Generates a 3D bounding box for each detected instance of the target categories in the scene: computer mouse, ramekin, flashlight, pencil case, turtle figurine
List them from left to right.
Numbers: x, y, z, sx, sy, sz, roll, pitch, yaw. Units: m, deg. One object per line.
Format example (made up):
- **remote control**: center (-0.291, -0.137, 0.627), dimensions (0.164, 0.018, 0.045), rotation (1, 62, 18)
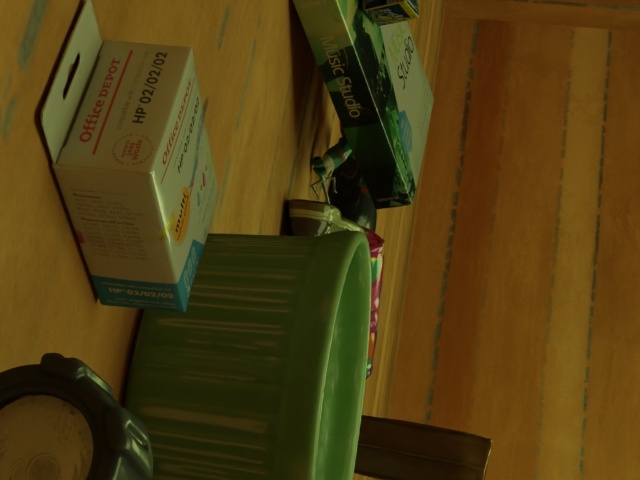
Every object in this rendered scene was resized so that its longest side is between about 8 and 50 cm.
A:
- **flashlight**: center (-0.122, 0.156, 0.711), dimensions (0.304, 0.103, 0.103), rotation (74, 28, -66)
- **ramekin**: center (-0.053, 0.135, 1.012), dimensions (0.303, 0.148, 0.303), rotation (6, 90, -82)
- **pencil case**: center (0.034, 0.090, 1.794), dimensions (0.104, 0.104, 0.236), rotation (-68, 161, -63)
- **computer mouse**: center (0.055, -0.073, 1.900), dimensions (0.188, 0.072, 0.272), rotation (85, 13, -57)
- **turtle figurine**: center (0.054, -0.143, 1.721), dimensions (0.175, 0.118, 0.234), rotation (-35, 125, -79)

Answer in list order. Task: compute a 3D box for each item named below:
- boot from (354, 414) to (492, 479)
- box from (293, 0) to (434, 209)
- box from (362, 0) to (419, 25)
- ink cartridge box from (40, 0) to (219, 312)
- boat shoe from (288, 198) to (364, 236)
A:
- **boot**: center (0.057, 0.235, 1.426), dimensions (0.236, 0.270, 0.089), rotation (4, 94, -81)
- **box**: center (0.060, -0.233, 1.535), dimensions (0.232, 0.059, 0.322), rotation (-75, 148, -47)
- **box**: center (0.077, -0.343, 1.469), dimensions (0.059, 0.054, 0.168), rotation (27, 57, -66)
- **ink cartridge box**: center (-0.112, -0.049, 0.772), dimensions (0.181, 0.062, 0.104), rotation (84, 14, -53)
- **boat shoe**: center (0.001, 0.000, 1.576), dimensions (0.223, 0.080, 0.073), rotation (38, 63, -74)
